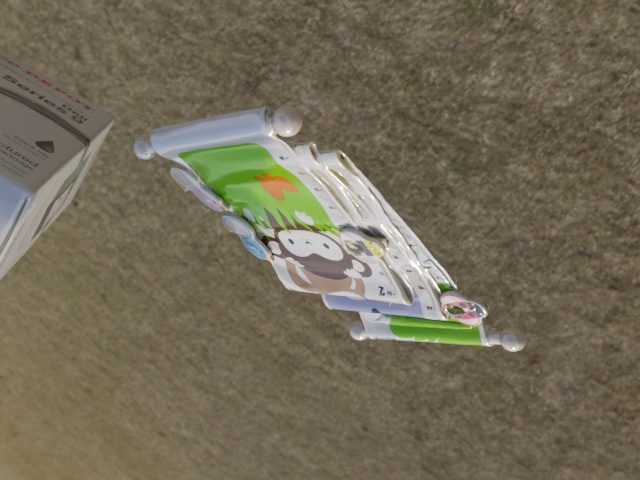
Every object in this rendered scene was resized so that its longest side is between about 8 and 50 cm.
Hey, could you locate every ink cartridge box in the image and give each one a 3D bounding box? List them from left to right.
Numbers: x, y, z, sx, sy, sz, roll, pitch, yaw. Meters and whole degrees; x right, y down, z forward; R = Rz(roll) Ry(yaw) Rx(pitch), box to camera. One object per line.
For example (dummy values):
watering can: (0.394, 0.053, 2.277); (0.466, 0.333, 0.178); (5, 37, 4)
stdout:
ink cartridge box: (-0.330, -0.089, 0.671); (0.211, 0.289, 0.122); (30, 106, -13)

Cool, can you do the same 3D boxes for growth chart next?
growth chart: (0.000, 0.000, 0.483); (0.237, 0.021, 0.172); (43, 150, -26)
